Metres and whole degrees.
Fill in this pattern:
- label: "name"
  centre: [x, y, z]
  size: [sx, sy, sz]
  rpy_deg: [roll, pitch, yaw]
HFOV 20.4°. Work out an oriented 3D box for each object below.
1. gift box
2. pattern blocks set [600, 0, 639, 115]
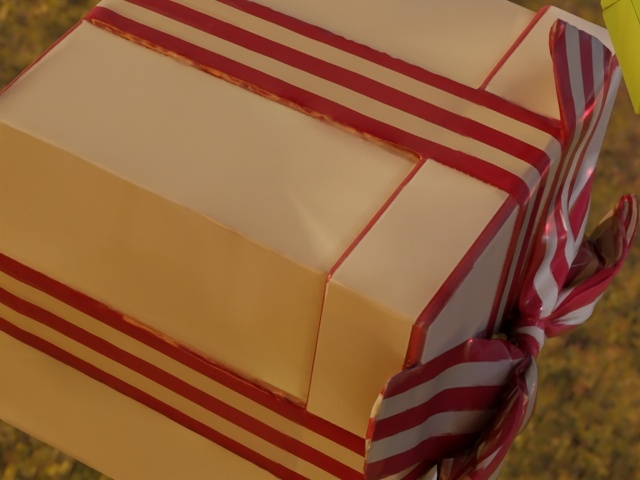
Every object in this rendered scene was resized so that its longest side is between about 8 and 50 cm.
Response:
- label: "gift box"
  centre: [0.000, 0.000, 0.854]
  size: [0.258, 0.276, 0.255]
  rpy_deg: [26, 53, 15]
- label: "pattern blocks set"
  centre: [0.119, -0.139, 0.428]
  size: [0.026, 0.285, 0.325]
  rpy_deg: [-1, 46, -13]
